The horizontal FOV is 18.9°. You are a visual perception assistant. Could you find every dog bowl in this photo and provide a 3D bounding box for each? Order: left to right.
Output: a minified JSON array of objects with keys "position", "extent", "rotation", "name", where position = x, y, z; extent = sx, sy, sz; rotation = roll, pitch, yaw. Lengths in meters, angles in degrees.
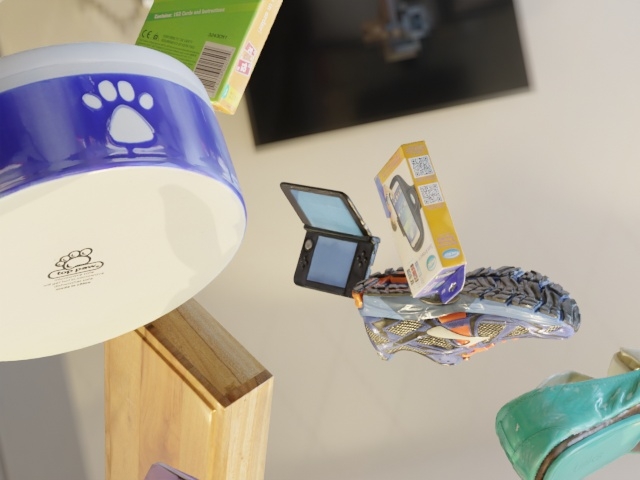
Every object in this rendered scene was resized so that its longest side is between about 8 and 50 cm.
[{"position":[-0.190,-0.022,1.368],"extent":[0.265,0.104,0.265],"rotation":[-17,154,-9],"name":"dog bowl"}]

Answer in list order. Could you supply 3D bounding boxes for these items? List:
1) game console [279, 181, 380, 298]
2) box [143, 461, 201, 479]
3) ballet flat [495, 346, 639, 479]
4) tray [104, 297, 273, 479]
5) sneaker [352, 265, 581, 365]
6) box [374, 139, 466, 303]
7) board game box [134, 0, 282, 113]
[{"position":[0.000,0.000,2.121],"extent":[0.071,0.107,0.122],"rotation":[19,175,-38],"name":"game console"},{"position":[0.028,0.230,0.954],"extent":[0.213,0.117,0.243],"rotation":[24,172,33],"name":"box"},{"position":[0.229,0.120,1.444],"extent":[0.247,0.083,0.087],"rotation":[-12,-133,-36],"name":"ballet flat"},{"position":[-0.156,0.225,2.139],"extent":[0.076,0.411,0.203],"rotation":[-33,-120,-27],"name":"tray"},{"position":[0.141,0.076,1.825],"extent":[0.221,0.087,0.083],"rotation":[3,-156,24],"name":"sneaker"},{"position":[0.090,-0.011,1.710],"extent":[0.028,0.136,0.081],"rotation":[-10,163,-20],"name":"box"},{"position":[-0.083,-0.248,1.765],"extent":[0.124,0.259,0.039],"rotation":[16,172,36],"name":"board game box"}]
